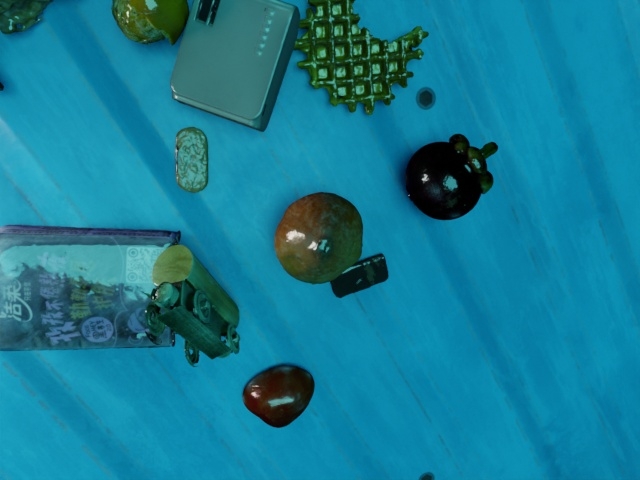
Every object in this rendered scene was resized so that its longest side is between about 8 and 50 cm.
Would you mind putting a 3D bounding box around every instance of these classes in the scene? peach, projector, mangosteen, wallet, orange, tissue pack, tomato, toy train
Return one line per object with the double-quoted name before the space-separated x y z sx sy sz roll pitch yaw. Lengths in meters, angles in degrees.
"peach" 0.000 0.000 0.989 0.233 0.232 0.232 -3 102 -14
"projector" -0.174 -0.377 0.904 0.198 0.108 0.250 19 98 1
"mangosteen" 0.317 -0.155 1.046 0.231 0.194 0.194 -28 109 22
"wallet" 0.101 0.092 1.142 0.157 0.018 0.082 -17 106 -11
"orange" -0.326 -0.450 0.850 0.134 0.157 0.156 21 97 -48
"tissue pack" -0.492 0.101 0.943 0.362 0.122 0.259 1 100 -12
"tomato" -0.098 0.401 1.124 0.174 0.082 0.166 -45 108 1
"toy train" -0.268 0.144 0.926 0.126 0.189 0.307 -22 144 0

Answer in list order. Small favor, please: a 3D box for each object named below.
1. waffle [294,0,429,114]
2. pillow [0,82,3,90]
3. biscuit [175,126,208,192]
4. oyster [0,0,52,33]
"waffle" 0.079 -0.431 1.000 0.293 0.069 0.259 31 97 -18
"pillow" -0.738 -0.338 0.790 0.250 0.106 0.185 -16 105 -15
"biscuit" -0.288 -0.179 0.984 0.071 0.018 0.147 -1 101 -17
"oyster" -0.558 -0.464 0.746 0.351 0.115 0.237 -29 141 -35
